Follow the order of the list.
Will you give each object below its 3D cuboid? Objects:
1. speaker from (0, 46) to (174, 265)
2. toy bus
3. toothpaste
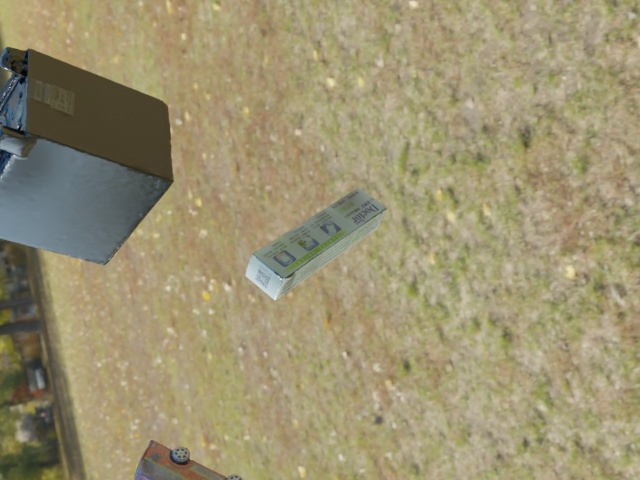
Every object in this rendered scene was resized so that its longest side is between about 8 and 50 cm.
[{"bbox_3d":[-0.385,-0.118,1.228,0.232,0.253,0.184,-43,44,35],"label":"speaker"},{"bbox_3d":[-0.169,0.350,1.146,0.077,0.192,0.065,-55,-13,-58],"label":"toy bus"},{"bbox_3d":[0.000,0.000,1.590,0.081,0.336,0.067,38,133,18],"label":"toothpaste"}]
